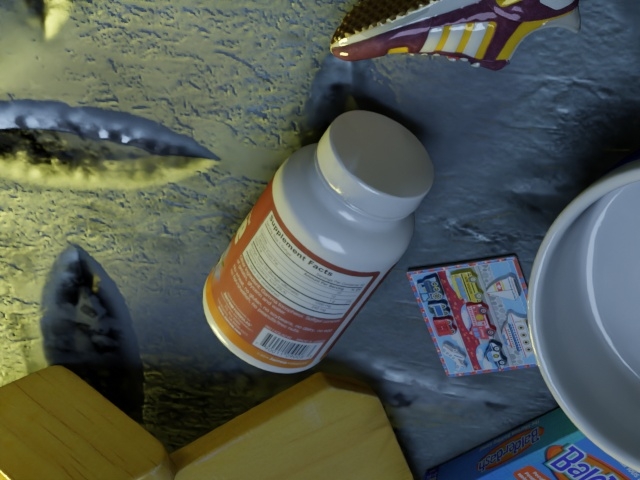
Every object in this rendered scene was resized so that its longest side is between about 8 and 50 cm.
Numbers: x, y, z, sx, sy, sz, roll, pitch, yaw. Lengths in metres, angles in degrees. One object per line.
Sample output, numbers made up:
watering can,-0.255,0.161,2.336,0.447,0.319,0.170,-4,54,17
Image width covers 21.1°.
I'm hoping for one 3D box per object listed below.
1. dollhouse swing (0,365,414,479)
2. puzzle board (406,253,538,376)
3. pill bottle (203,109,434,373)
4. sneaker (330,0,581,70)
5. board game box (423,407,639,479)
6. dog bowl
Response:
dollhouse swing,-0.115,0.250,1.663,0.315,0.305,0.346,29,151,48
puzzle board,0.138,0.068,1.476,0.096,0.011,0.128,-8,129,20
pill bottle,0.000,0.000,1.375,0.121,0.121,0.216,27,131,-11
sneaker,0.098,-0.152,1.252,0.185,0.069,0.084,-17,120,27
board game box,0.222,0.236,1.580,0.210,0.047,0.160,-33,117,33
dog bowl,0.297,0.052,1.297,0.265,0.104,0.264,11,115,26
